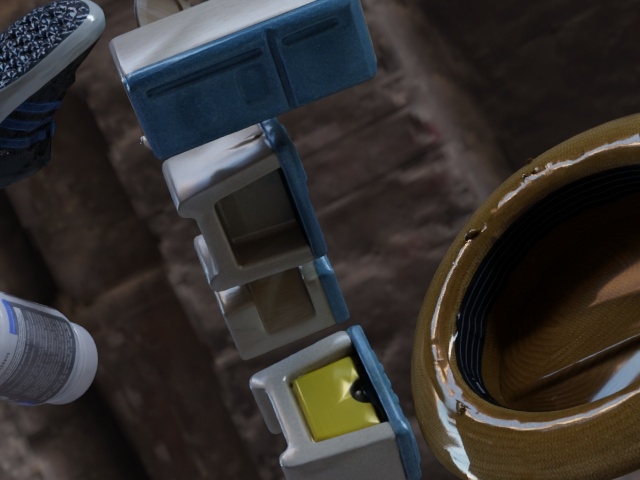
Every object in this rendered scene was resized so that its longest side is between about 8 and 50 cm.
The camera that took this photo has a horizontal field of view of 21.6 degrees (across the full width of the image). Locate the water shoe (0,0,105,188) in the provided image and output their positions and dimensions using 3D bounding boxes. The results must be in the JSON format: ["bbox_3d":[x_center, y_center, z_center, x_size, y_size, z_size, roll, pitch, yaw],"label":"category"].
[{"bbox_3d":[-0.226,-0.095,1.248,0.203,0.073,0.080,-42,-47,6],"label":"water shoe"}]

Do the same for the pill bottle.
[{"bbox_3d":[-0.229,0.081,1.248,0.078,0.078,0.137,-29,-24,17],"label":"pill bottle"}]

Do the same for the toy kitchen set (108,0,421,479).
[{"bbox_3d":[0.000,0.000,0.833,0.122,0.166,0.207,-23,-47,-3],"label":"toy kitchen set"}]

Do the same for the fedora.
[{"bbox_3d":[0.129,0.036,0.707,0.194,0.194,0.079,-31,-49,28],"label":"fedora"}]

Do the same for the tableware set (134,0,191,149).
[{"bbox_3d":[-0.088,-0.108,1.226,0.020,0.168,0.141,-11,-23,34],"label":"tableware set"}]
